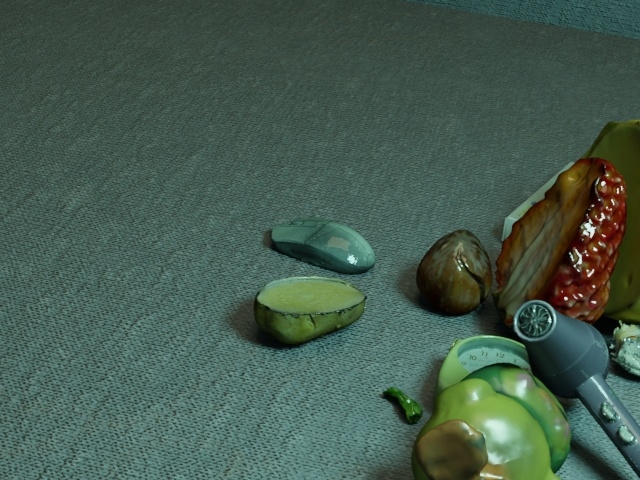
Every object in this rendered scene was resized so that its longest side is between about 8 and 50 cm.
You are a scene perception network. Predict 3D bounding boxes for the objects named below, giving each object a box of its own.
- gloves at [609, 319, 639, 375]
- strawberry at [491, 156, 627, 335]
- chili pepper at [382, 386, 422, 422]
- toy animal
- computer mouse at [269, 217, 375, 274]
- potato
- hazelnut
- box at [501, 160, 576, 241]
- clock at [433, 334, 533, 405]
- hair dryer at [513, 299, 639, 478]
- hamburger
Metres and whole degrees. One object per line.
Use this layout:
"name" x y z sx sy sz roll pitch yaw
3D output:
"gloves" 0.569 0.196 2.066 0.153 0.070 0.114 15 22 3
"strawberry" 0.431 0.027 2.084 0.149 0.336 0.265 26 11 -15
"chili pepper" 0.133 0.255 1.921 0.034 0.030 0.091 -31 38 -12
"toy animal" 0.229 0.293 1.702 0.216 0.191 0.338 52 27 2
"computer mouse" 0.002 -0.005 2.318 0.229 0.068 0.113 20 30 23
"potato" -0.018 0.126 2.074 0.200 0.081 0.164 -13 26 -35
"hazelnut" 0.241 0.053 2.184 0.143 0.143 0.154 13 44 13
"box" 0.534 -0.054 2.509 0.200 0.065 0.343 21 32 25
"clock" 0.284 0.216 1.978 0.170 0.069 0.232 13 29 12
"hair dryer" 0.417 0.246 1.754 0.361 0.121 0.301 54 8 30
"hamburger" 0.636 -0.024 2.152 0.278 0.395 0.395 5 28 -17
